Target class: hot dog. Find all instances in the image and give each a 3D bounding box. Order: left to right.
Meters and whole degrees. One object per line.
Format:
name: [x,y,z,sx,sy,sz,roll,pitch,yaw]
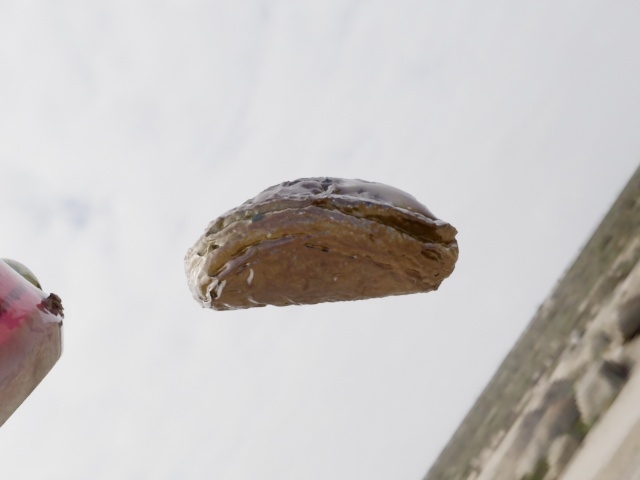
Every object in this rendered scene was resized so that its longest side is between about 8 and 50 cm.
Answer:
hot dog: [0.000,0.000,1.693,0.267,0.387,0.174,-78,-18,-77]

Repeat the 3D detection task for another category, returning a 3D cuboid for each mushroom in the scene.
mushroom: [-0.346,0.060,1.325,0.067,0.083,0.083,-29,-28,-46]

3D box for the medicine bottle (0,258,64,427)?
medicine bottle: [-0.277,0.023,0.696,0.147,0.247,0.147,-47,8,8]
